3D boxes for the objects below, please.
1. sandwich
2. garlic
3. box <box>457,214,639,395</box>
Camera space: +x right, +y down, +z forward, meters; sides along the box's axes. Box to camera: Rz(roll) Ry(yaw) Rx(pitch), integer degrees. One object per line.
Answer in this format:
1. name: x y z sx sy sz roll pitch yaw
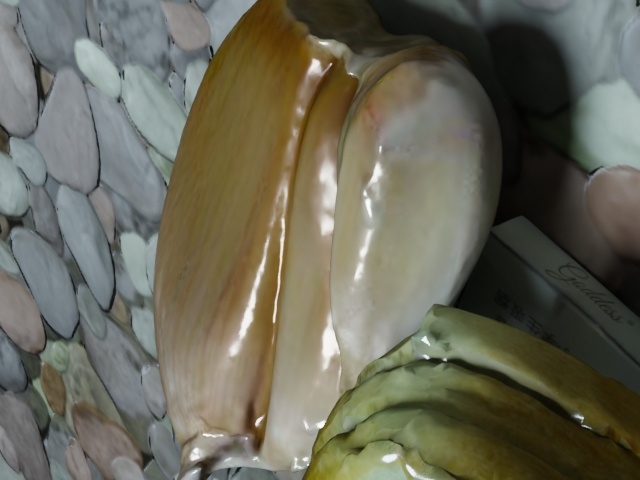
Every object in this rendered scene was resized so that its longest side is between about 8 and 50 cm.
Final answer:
1. sandwich: 0.089 0.173 0.604 0.249 0.095 0.273 26 134 5
2. garlic: 0.000 0.000 0.684 0.217 0.110 0.228 50 124 52
3. box: 0.092 0.094 0.696 0.109 0.029 0.198 45 138 29
